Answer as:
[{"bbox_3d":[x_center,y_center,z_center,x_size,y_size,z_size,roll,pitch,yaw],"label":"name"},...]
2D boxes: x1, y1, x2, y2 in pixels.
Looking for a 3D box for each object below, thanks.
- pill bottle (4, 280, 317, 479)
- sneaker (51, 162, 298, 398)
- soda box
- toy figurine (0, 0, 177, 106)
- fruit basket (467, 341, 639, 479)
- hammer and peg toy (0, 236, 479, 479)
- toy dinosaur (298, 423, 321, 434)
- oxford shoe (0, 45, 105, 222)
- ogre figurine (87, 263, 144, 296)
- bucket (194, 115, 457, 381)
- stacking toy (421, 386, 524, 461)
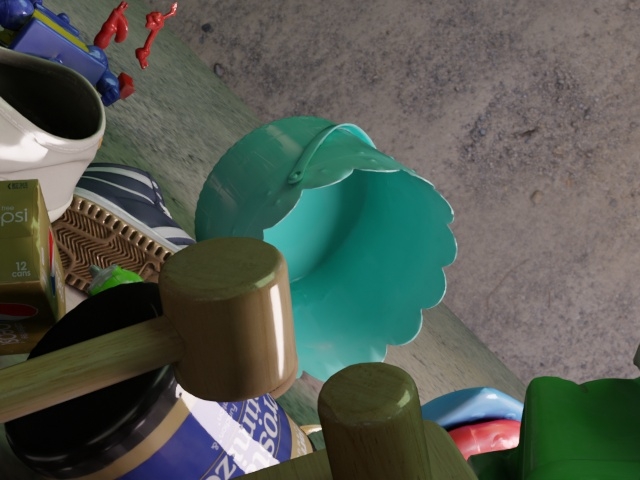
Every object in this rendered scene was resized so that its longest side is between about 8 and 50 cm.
[{"bbox_3d":[-0.073,0.135,0.634,0.219,0.123,0.123,53,1,-37],"label":"pill bottle"},{"bbox_3d":[-0.137,0.029,0.982,0.282,0.099,0.153,38,12,-16],"label":"sneaker"},{"bbox_3d":[-0.185,0.022,0.620,0.181,0.061,0.058,118,-33,-71],"label":"soda box"},{"bbox_3d":[-0.334,-0.275,1.291,0.362,0.191,0.217,36,16,-35],"label":"toy figurine"},{"bbox_3d":[0.130,0.221,0.379,0.165,0.327,0.353,5,30,4],"label":"fruit basket"},{"bbox_3d":[-0.057,0.148,0.356,0.361,0.266,0.127,-123,-161,-59],"label":"hammer and peg toy"},{"bbox_3d":[-0.046,0.177,0.907,0.092,0.053,0.183,58,15,-6],"label":"toy dinosaur"},{"bbox_3d":[-0.305,-0.098,0.671,0.169,0.130,0.449,51,20,22],"label":"oxford shoe"},{"bbox_3d":[-0.104,0.085,0.768,0.197,0.097,0.118,65,2,32],"label":"ogre figurine"},{"bbox_3d":[0.000,0.000,1.216,0.281,0.281,0.183,35,8,-42],"label":"bucket"},{"bbox_3d":[0.175,0.304,0.993,0.166,0.175,0.302,36,23,-48],"label":"stacking toy"}]
